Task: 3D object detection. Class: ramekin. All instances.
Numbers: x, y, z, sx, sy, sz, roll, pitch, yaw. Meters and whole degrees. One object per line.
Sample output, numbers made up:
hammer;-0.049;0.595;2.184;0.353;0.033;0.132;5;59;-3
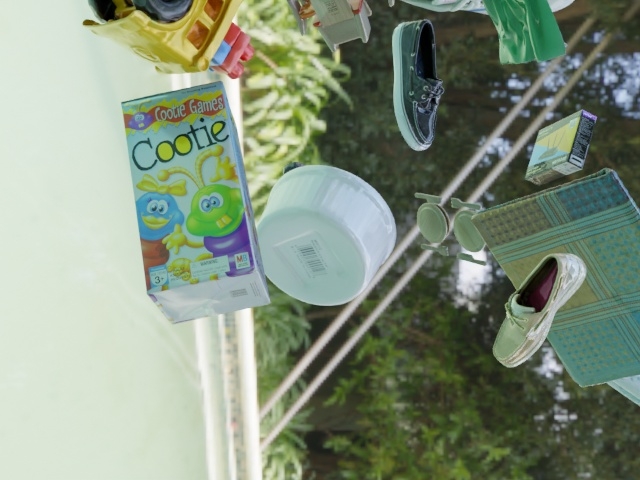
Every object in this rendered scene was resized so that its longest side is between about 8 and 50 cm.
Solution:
ramekin;0.000;0.000;1.795;0.135;0.277;0.277;-60;157;-46

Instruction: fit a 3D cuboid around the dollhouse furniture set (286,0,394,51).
dollhouse furniture set;0.053;-0.511;1.821;0.259;0.262;0.135;-79;148;-47

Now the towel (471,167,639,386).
towel;0.437;0.070;1.423;0.370;0.271;0.040;54;47;-15

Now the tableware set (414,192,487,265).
tableware set;0.270;-0.031;1.801;0.194;0.039;0.128;17;-59;52

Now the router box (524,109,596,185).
router box;0.547;-0.209;2.052;0.133;0.046;0.179;-70;-166;-15

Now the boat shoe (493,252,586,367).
boat shoe;0.262;0.084;1.129;0.063;0.059;0.170;46;-67;46

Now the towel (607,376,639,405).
towel;0.794;0.236;2.065;0.320;0.374;0.090;-55;180;-15

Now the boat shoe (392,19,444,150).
boat shoe;0.180;-0.275;1.569;0.076;0.080;0.228;-8;-97;48

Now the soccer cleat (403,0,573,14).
soccer cleat;0.261;-0.417;1.490;0.143;0.331;0.116;-64;159;-55

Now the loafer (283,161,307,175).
loafer;-0.018;-0.085;2.065;0.223;0.076;0.078;57;24;-33

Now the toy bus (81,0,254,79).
toy bus;-0.163;-0.316;1.161;0.149;0.211;0.220;9;-110;51

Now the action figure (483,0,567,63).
action figure;0.223;-0.328;1.069;0.137;0.063;0.232;10;-53;65

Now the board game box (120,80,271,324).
board game box;-0.167;-0.049;1.203;0.144;0.142;0.275;80;-2;-68
